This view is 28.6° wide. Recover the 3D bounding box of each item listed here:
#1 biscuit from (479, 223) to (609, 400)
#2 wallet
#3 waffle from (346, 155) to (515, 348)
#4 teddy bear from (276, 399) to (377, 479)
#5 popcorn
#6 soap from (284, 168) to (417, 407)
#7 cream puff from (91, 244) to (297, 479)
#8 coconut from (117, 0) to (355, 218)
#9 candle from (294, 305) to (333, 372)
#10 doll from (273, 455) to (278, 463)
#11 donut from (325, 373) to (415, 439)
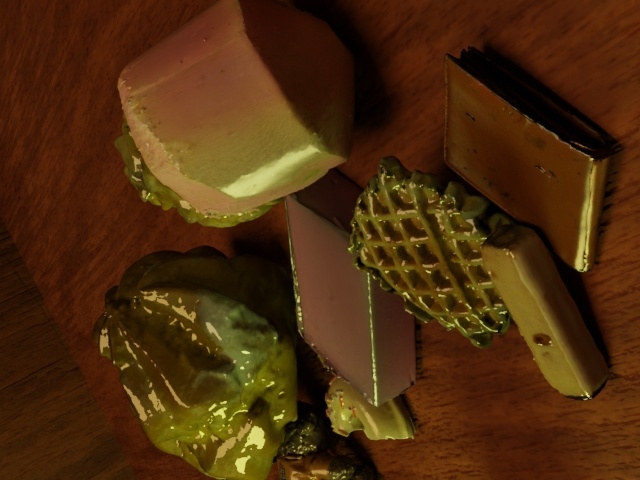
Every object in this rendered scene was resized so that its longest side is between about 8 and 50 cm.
[{"bbox_3d":[0.221,0.071,1.222,0.188,0.052,0.056,58,158,-18],"label":"biscuit"},{"bbox_3d":[0.191,-0.080,1.174,0.195,0.042,0.161,41,155,32],"label":"wallet"},{"bbox_3d":[0.124,0.016,1.330,0.208,0.054,0.214,35,144,13],"label":"waffle"},{"bbox_3d":[-0.012,0.335,1.905,0.177,0.140,0.190,-24,84,69],"label":"teddy bear"},{"bbox_3d":[-0.149,-0.128,1.614,0.259,0.212,0.259,50,161,25],"label":"popcorn"},{"bbox_3d":[0.039,0.056,1.566,0.181,0.081,0.259,39,145,41],"label":"soap"},{"bbox_3d":[-0.193,0.166,1.834,0.378,0.275,0.378,180,90,-71],"label":"cream puff"},{"bbox_3d":[-0.073,-0.155,1.402,0.233,0.245,0.233,58,-167,-21],"label":"coconut"},{"bbox_3d":[0.000,0.116,1.745,0.131,0.052,0.052,61,156,6],"label":"candle"},{"bbox_3d":[-0.150,0.267,2.117,0.182,0.117,0.257,-33,86,49],"label":"doll"},{"bbox_3d":[0.056,0.224,1.722,0.166,0.065,0.108,-1,113,64],"label":"donut"}]
